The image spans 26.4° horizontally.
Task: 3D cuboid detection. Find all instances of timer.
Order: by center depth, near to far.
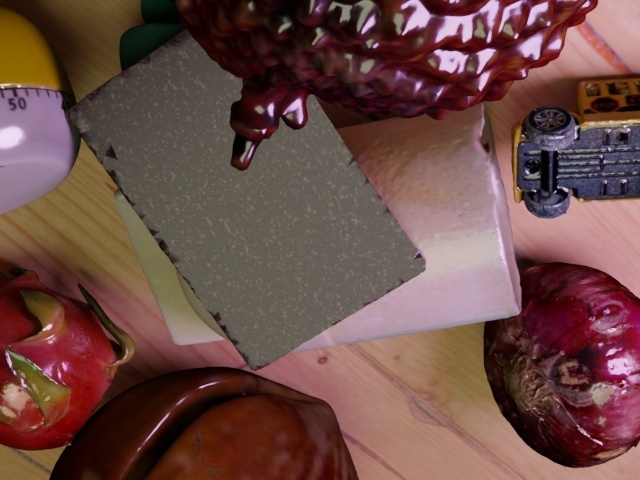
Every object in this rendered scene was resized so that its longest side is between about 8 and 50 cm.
[{"bbox_3d":[-0.393,-0.165,1.389,0.285,0.285,0.285,1,131,2],"label":"timer"}]

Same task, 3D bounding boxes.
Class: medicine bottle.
[{"bbox_3d":[0.000,0.000,1.481,0.406,0.235,0.235,-10,129,11],"label":"medicine bottle"}]

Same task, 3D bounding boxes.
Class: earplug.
[{"bbox_3d":[-0.152,-0.195,1.371,0.164,0.280,0.257,-2,174,37],"label":"earplug"}]

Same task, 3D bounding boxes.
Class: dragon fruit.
[{"bbox_3d":[-0.364,0.141,1.650,0.224,0.224,0.227,-30,119,25],"label":"dragon fruit"}]

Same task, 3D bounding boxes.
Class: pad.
[{"bbox_3d":[-0.071,-0.049,1.344,0.220,0.004,0.330,-31,103,15],"label":"pad"}]

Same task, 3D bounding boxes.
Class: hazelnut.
[{"bbox_3d":[-0.153,0.357,1.727,0.402,0.402,0.429,-23,134,21],"label":"hazelnut"}]

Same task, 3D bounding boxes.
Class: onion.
[{"bbox_3d":[0.302,0.145,1.603,0.190,0.246,0.246,-12,135,-23],"label":"onion"}]

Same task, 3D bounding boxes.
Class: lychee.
[{"bbox_3d":[0.038,-0.285,1.132,0.425,0.424,0.500,31,99,-21],"label":"lychee"}]

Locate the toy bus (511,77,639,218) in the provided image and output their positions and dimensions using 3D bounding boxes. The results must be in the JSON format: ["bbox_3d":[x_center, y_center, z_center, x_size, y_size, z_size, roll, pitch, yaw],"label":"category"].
[{"bbox_3d":[0.370,-0.108,1.444,0.336,0.123,0.121,-3,132,6],"label":"toy bus"}]
